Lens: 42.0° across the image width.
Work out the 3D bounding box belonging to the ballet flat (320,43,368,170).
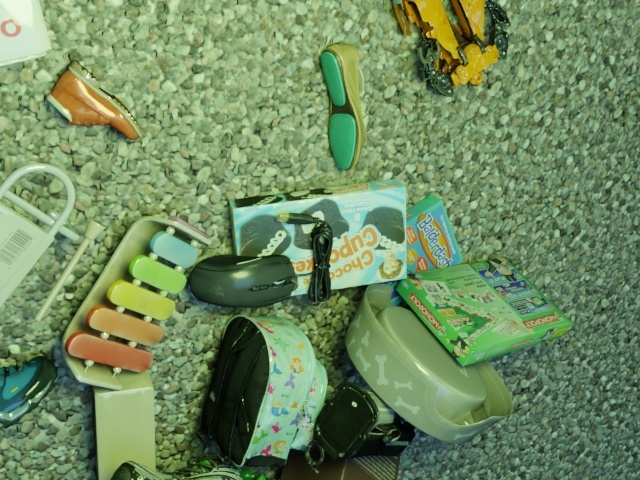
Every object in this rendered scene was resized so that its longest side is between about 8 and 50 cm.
[{"bbox_3d":[0.056,-0.242,1.511,0.073,0.080,0.232,-26,121,-34],"label":"ballet flat"}]

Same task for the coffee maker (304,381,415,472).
[{"bbox_3d":[0.078,0.339,1.521,0.171,0.120,0.178,-34,151,24],"label":"coffee maker"}]

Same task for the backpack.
[{"bbox_3d":[-0.103,0.264,1.526,0.191,0.225,0.253,3,103,-31],"label":"backpack"}]

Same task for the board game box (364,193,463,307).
[{"bbox_3d":[0.175,0.027,1.688,0.210,0.047,0.160,-33,120,-14],"label":"board game box"}]

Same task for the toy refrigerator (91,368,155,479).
[{"bbox_3d":[-0.357,0.369,1.512,0.102,0.094,0.269,-5,110,-19],"label":"toy refrigerator"}]

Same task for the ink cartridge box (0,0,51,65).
[{"bbox_3d":[-0.550,-0.410,1.072,0.286,0.166,0.394,-19,115,-20],"label":"ink cartridge box"}]

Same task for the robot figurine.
[{"bbox_3d":[0.235,-0.414,1.534,0.211,0.085,0.291,-35,120,-12],"label":"robot figurine"}]

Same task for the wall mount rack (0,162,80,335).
[{"bbox_3d":[-0.551,-0.012,1.252,0.350,0.130,0.304,-51,126,-2],"label":"wall mount rack"}]

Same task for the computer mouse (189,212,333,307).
[{"bbox_3d":[-0.094,0.040,1.467,0.262,0.060,0.184,3,111,-16],"label":"computer mouse"}]

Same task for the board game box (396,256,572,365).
[{"bbox_3d":[0.332,0.133,1.674,0.317,0.213,0.046,-7,135,-39],"label":"board game box"}]

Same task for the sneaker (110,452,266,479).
[{"bbox_3d":[-0.233,0.440,1.495,0.343,0.134,0.146,34,71,-47],"label":"sneaker"}]

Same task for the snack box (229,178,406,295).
[{"bbox_3d":[0.000,0.000,1.545,0.322,0.060,0.187,-8,112,-13],"label":"snack box"}]

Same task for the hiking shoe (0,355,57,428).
[{"bbox_3d":[-0.578,0.248,1.334,0.304,0.113,0.132,-23,118,-19],"label":"hiking shoe"}]

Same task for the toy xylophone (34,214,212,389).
[{"bbox_3d":[-0.329,0.092,1.380,0.236,0.081,0.322,20,99,-58],"label":"toy xylophone"}]

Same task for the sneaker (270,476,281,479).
[{"bbox_3d":[-0.158,0.576,1.659,0.330,0.147,0.129,-12,113,-23],"label":"sneaker"}]

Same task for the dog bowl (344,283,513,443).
[{"bbox_3d":[0.194,0.234,1.562,0.349,0.348,0.102,28,111,-33],"label":"dog bowl"}]

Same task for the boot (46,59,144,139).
[{"bbox_3d":[-0.355,-0.201,1.322,0.158,0.059,0.084,42,89,-24],"label":"boot"}]

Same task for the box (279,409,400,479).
[{"bbox_3d":[0.040,0.459,1.654,0.168,0.167,0.203,47,41,-31],"label":"box"}]
